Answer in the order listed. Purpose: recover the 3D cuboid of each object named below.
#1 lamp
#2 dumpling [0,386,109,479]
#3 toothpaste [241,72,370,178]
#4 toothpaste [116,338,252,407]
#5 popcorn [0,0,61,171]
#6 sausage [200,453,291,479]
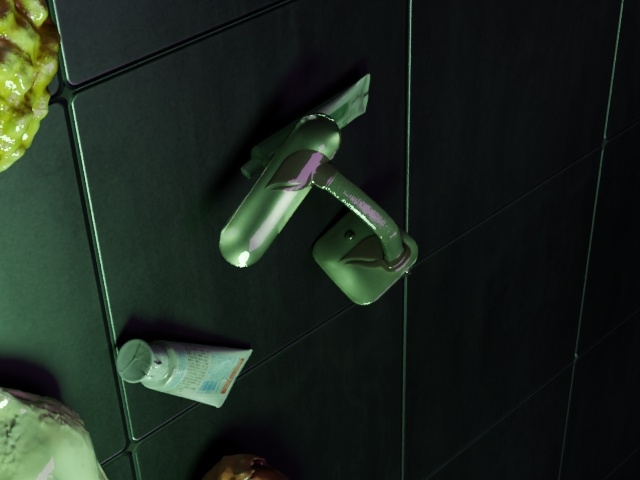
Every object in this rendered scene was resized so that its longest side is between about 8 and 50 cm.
[{"bbox_3d":[0.004,0.003,1.402,0.203,0.124,0.283,-44,151,-4],"label":"lamp"},{"bbox_3d":[-0.328,0.247,1.231,0.166,0.126,0.216,-30,151,5],"label":"dumpling"},{"bbox_3d":[-0.013,-0.133,1.387,0.218,0.041,0.064,-36,149,-31],"label":"toothpaste"},{"bbox_3d":[-0.160,0.161,1.410,0.089,0.057,0.234,-60,150,4],"label":"toothpaste"},{"bbox_3d":[-0.313,-0.136,0.926,0.169,0.189,0.218,22,103,-46],"label":"popcorn"},{"bbox_3d":[-0.079,0.401,1.584,0.152,0.152,0.279,-48,143,-15],"label":"sausage"}]
